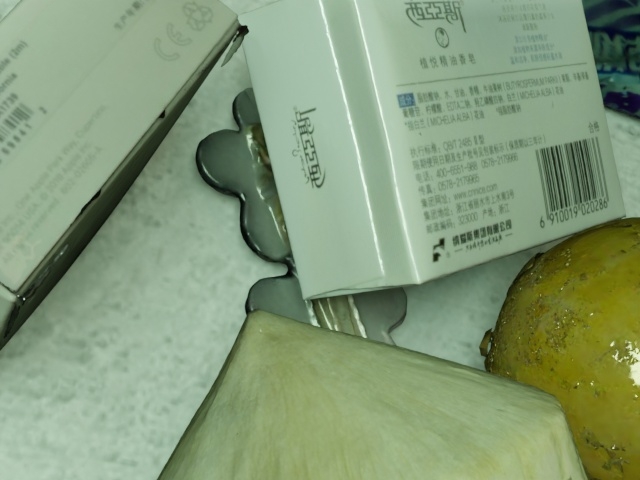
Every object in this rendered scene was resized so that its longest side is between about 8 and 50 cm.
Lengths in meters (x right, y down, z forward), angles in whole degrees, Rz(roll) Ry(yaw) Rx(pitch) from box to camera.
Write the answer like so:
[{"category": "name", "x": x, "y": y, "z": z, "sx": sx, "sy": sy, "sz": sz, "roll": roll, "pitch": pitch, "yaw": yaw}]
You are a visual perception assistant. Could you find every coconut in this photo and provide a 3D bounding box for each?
[{"category": "coconut", "x": 0.024, "y": 0.188, "z": 0.654, "sx": 0.329, "sy": 0.329, "sz": 0.329, "roll": 8, "pitch": 71, "yaw": -23}]

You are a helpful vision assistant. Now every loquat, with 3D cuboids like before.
[{"category": "loquat", "x": 0.226, "y": 0.096, "z": 0.775, "sx": 0.235, "sy": 0.235, "sz": 0.235, "roll": 8, "pitch": 71, "yaw": -23}]

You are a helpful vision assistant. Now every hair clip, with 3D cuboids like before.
[{"category": "hair clip", "x": -0.005, "y": 0.003, "z": 0.827, "sx": 0.146, "sy": 0.075, "sz": 0.257, "roll": -13, "pitch": 87, "yaw": -43}]

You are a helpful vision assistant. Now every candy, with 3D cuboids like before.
[{"category": "candy", "x": 0.275, "y": -0.166, "z": 1.010, "sx": 0.275, "sy": 0.070, "sz": 0.145, "roll": 14, "pitch": 62, "yaw": -16}]

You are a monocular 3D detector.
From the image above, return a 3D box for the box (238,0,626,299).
[{"category": "box", "x": 0.091, "y": -0.085, "z": 0.812, "sx": 0.274, "sy": 0.116, "sz": 0.203, "roll": -15, "pitch": 93, "yaw": -46}]

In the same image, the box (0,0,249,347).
[{"category": "box", "x": -0.169, "y": -0.038, "z": 0.656, "sx": 0.106, "sy": 0.251, "sz": 0.203, "roll": 37, "pitch": 63, "yaw": -8}]
